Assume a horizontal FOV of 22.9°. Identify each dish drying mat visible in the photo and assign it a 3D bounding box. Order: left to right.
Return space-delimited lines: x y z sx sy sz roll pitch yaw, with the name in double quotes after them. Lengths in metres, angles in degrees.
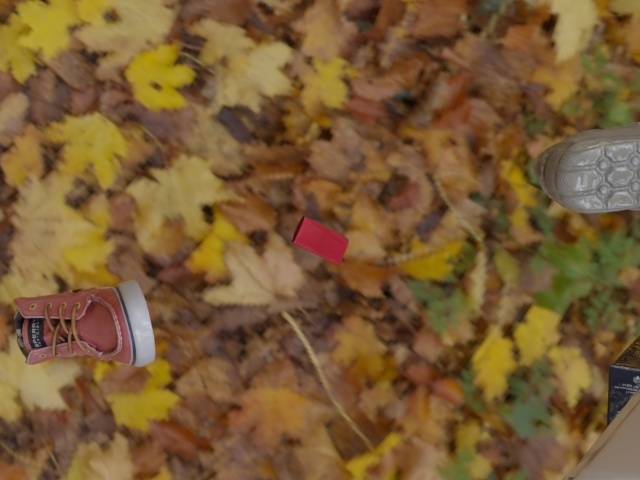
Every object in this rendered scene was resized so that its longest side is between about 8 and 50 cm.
0.000 0.000 1.685 0.083 0.008 0.032 26 88 -49 "dish drying mat"

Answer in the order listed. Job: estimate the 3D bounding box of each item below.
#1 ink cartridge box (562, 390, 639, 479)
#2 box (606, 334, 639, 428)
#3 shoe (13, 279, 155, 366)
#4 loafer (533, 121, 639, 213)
0.201 0.184 0.493 0.198 0.115 0.272 -6 98 25 "ink cartridge box"
0.394 0.202 1.826 0.156 0.093 0.158 -25 118 -61 "box"
-0.179 0.067 1.174 0.081 0.178 0.063 -12 94 -19 "shoe"
0.386 -0.084 1.708 0.320 0.111 0.112 0 103 -17 "loafer"
